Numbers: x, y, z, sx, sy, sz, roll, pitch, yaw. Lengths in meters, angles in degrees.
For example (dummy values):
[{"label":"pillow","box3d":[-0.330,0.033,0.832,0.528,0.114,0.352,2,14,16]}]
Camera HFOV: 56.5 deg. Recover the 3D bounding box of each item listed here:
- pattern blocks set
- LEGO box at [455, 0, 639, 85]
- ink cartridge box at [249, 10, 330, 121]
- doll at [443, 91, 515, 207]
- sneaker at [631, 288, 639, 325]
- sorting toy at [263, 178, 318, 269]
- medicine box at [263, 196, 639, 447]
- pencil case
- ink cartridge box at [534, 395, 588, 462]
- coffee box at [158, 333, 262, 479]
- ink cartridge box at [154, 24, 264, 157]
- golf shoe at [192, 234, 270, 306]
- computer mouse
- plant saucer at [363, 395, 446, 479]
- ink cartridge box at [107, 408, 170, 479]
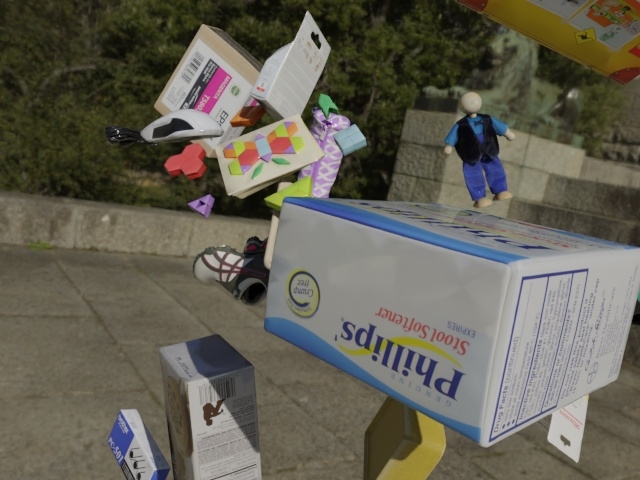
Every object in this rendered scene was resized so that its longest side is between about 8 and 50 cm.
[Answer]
[{"label":"pattern blocks set","box3d":[-0.097,-0.154,1.053,0.285,0.324,0.026,49,-12,38]},{"label":"LEGO box","box3d":[0.586,-0.576,1.212,0.500,0.193,0.372,17,-27,-21]},{"label":"ink cartridge box","box3d":[-0.053,-0.319,1.119,0.045,0.179,0.145,22,-3,21]},{"label":"doll","box3d":[0.271,-0.156,1.003,0.129,0.189,0.046,-18,9,-7]},{"label":"sneaker","box3d":[0.730,0.134,1.356,0.108,0.121,0.302,33,9,40]},{"label":"sorting toy","box3d":[0.000,0.000,1.034,0.193,0.208,0.038,27,-44,-26]},{"label":"medicine box","box3d":[0.138,0.053,0.609,0.289,0.149,0.263,-1,14,-45]},{"label":"pencil case","box3d":[0.003,-0.182,1.301,0.086,0.206,0.088,14,28,0]},{"label":"ink cartridge box","box3d":[0.370,0.241,0.938,0.104,0.181,0.061,39,-30,-31]},{"label":"coffee box","box3d":[-0.187,0.336,1.026,0.118,0.297,0.168,-10,15,-28]},{"label":"ink cartridge box","box3d":[-0.245,-0.340,1.376,0.193,0.235,0.088,42,21,12]},{"label":"golf shoe","box3d":[-0.167,0.070,1.184,0.272,0.120,0.105,-15,-31,40]},{"label":"computer mouse","box3d":[-0.218,-0.164,0.861,0.192,0.042,0.106,0,6,33]},{"label":"plant saucer","box3d":[0.194,0.513,1.532,0.081,0.333,0.333,24,25,-6]},{"label":"ink cartridge box","box3d":[-0.426,0.497,1.385,0.046,0.097,0.207,13,18,-45]}]
